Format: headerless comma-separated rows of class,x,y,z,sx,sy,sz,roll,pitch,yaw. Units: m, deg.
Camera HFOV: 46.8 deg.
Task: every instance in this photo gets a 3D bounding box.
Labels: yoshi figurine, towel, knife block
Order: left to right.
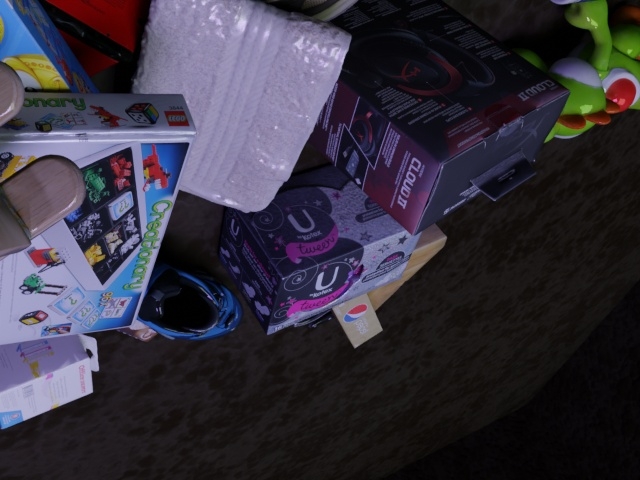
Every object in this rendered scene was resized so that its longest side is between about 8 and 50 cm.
towel,-0.104,-0.134,0.758,0.187,0.049,0.282,17,142,-12
knife block,0.056,0.039,1.269,0.275,0.088,0.242,-44,150,15
yoshi figurine,0.377,-0.263,1.153,0.362,0.204,0.203,-31,-166,-39

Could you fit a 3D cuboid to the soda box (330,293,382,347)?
soda box,0.050,0.110,1.216,0.061,0.058,0.181,-32,148,-4

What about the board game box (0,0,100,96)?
board game box,-0.344,-0.081,0.616,0.308,0.086,0.302,-24,151,-2

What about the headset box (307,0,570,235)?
headset box,0.105,-0.153,0.810,0.218,0.293,0.110,-31,152,-32

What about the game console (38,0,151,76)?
game console,-0.241,-0.215,0.667,0.144,0.085,0.124,22,85,-57

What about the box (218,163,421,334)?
box,0.000,0.000,1.076,0.247,0.163,0.142,-20,148,-27

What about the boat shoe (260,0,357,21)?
boat shoe,0.045,-0.293,0.625,0.355,0.132,0.130,-32,176,40

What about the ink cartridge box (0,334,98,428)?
ink cartridge box,-0.374,0.168,0.992,0.143,0.090,0.092,-20,147,-29

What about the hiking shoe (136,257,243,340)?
hiking shoe,-0.186,0.101,1.030,0.113,0.132,0.304,-60,150,-1

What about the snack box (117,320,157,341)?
snack box,-0.279,0.099,1.064,0.064,0.022,0.178,-40,150,3

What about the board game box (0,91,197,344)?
board game box,-0.242,-0.006,0.670,0.192,0.053,0.305,-5,145,-30

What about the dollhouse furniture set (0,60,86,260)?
dollhouse furniture set,-0.220,-0.105,0.390,0.161,0.242,0.212,-32,-176,4

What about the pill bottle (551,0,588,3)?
pill bottle,0.378,-0.373,1.047,0.120,0.067,0.067,-16,145,-31
